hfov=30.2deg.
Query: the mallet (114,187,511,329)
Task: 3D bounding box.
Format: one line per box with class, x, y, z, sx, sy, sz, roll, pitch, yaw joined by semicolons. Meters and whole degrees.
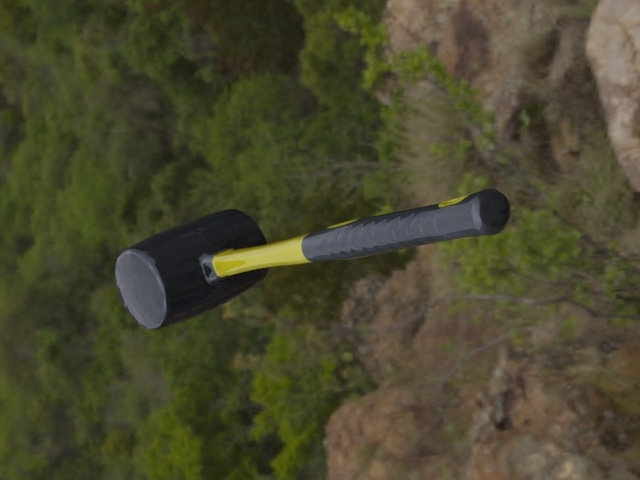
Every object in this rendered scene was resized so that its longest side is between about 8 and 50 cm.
mallet;0.000;0.000;0.451;0.190;0.062;0.039;-12;99;42
